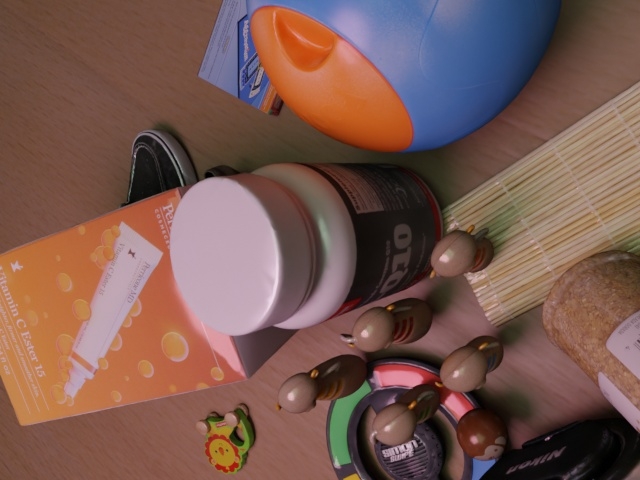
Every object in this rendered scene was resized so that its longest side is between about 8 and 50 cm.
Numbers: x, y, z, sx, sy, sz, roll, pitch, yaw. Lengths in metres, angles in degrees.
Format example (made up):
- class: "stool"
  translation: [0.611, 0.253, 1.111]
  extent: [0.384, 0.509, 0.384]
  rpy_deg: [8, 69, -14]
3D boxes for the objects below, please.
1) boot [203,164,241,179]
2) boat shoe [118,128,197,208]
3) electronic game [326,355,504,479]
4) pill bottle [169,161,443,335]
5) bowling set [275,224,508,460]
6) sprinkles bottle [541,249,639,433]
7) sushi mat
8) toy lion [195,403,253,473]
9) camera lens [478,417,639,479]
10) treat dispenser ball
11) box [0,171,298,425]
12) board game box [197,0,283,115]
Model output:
- class: "boot"
  translation: [-0.112, -0.052, 0.737]
  extent: [0.042, 0.087, 0.118]
  rpy_deg: [-40, 75, 26]
- class: "boat shoe"
  translation: [-0.254, -0.021, 0.810]
  extent: [0.113, 0.105, 0.307]
  rpy_deg: [-5, 92, 30]
- class: "electronic game"
  translation: [0.109, 0.258, 0.661]
  extent: [0.229, 0.048, 0.230]
  rpy_deg: [3, 96, 30]
- class: "pill bottle"
  translation: [0.000, 0.000, 0.557]
  extent: [0.161, 0.283, 0.161]
  rpy_deg: [6, 101, 36]
- class: "bowling set"
  translation: [0.117, 0.137, 0.546]
  extent: [0.200, 0.154, 0.287]
  rpy_deg: [48, 110, 22]
- class: "sprinkles bottle"
  translation: [0.306, 0.135, 0.379]
  extent: [0.121, 0.355, 0.121]
  rpy_deg: [-5, 117, -9]
- class: "sushi mat"
  translation: [0.281, -0.043, 0.555]
  extent: [0.316, 0.019, 0.152]
  rpy_deg: [-35, 76, 27]
- class: "toy lion"
  translation: [-0.142, 0.310, 0.820]
  extent: [0.100, 0.034, 0.096]
  rpy_deg: [-25, 89, 29]
- class: "camera lens"
  translation: [0.273, 0.320, 0.474]
  extent: [0.219, 0.219, 0.274]
  rpy_deg: [-39, 75, 26]
- class: "treat dispenser ball"
  translation: [0.074, -0.228, 0.504]
  extent: [0.288, 0.288, 0.288]
  rpy_deg: [3, 96, 29]
- class: "box"
  translation: [-0.232, 0.074, 0.669]
  extent: [0.345, 0.168, 0.215]
  rpy_deg: [-17, 96, 21]
- class: "board game box"
  translation: [-0.066, -0.329, 0.723]
  extent: [0.145, 0.027, 0.281]
  rpy_deg: [33, 109, 25]
